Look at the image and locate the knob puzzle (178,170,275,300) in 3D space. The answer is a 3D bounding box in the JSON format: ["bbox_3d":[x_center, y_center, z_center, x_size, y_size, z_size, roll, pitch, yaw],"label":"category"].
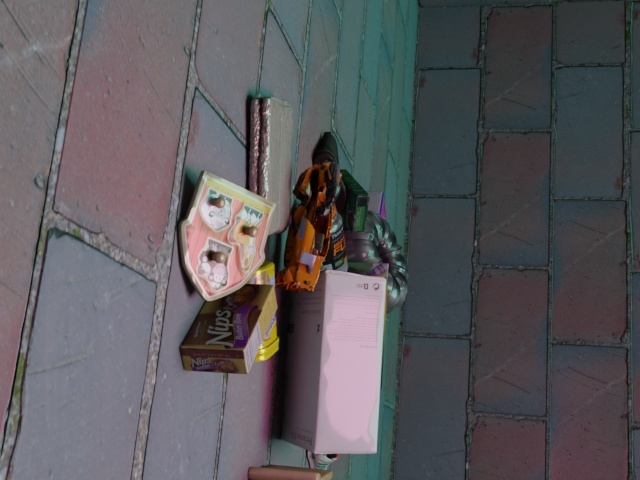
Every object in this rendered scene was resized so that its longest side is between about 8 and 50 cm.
[{"bbox_3d":[-0.151,0.006,1.359,0.213,0.030,0.213,-10,104,-47],"label":"knob puzzle"}]

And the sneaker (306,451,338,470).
[{"bbox_3d":[0.012,0.575,2.202,0.161,0.075,0.057,77,19,-45],"label":"sneaker"}]

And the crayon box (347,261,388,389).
[{"bbox_3d":[0.055,0.198,2.066,0.083,0.203,0.322,55,38,-68],"label":"crayon box"}]

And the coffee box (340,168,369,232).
[{"bbox_3d":[0.075,-0.107,2.252,0.184,0.041,0.113,-124,-144,-55],"label":"coffee box"}]

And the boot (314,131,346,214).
[{"bbox_3d":[0.033,-0.177,2.229,0.137,0.077,0.197,-81,168,-53],"label":"boot"}]

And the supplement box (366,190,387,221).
[{"bbox_3d":[0.148,-0.041,2.639,0.220,0.111,0.114,79,17,-45],"label":"supplement box"}]

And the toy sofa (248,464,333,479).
[{"bbox_3d":[-0.076,0.637,1.670,0.177,0.150,0.362,17,75,-71],"label":"toy sofa"}]

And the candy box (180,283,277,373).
[{"bbox_3d":[-0.148,0.142,1.392,0.186,0.109,0.053,-66,154,-57],"label":"candy box"}]

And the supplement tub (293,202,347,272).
[{"bbox_3d":[0.000,0.000,1.996,0.117,0.117,0.190,-72,159,-52],"label":"supplement tub"}]

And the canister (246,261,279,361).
[{"bbox_3d":[-0.125,0.130,1.573,0.126,0.073,0.169,-28,117,-76],"label":"canister"}]

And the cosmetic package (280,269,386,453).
[{"bbox_3d":[0.026,0.269,1.867,0.217,0.156,0.384,163,-67,-66],"label":"cosmetic package"}]

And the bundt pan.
[{"bbox_3d":[0.145,0.056,2.353,0.331,0.124,0.330,46,32,-41],"label":"bundt pan"}]

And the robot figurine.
[{"bbox_3d":[-0.024,-0.035,1.795,0.211,0.085,0.290,155,-53,-75],"label":"robot figurine"}]

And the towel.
[{"bbox_3d":[-0.102,-0.150,1.697,0.187,0.049,0.282,-14,107,-76],"label":"towel"}]
